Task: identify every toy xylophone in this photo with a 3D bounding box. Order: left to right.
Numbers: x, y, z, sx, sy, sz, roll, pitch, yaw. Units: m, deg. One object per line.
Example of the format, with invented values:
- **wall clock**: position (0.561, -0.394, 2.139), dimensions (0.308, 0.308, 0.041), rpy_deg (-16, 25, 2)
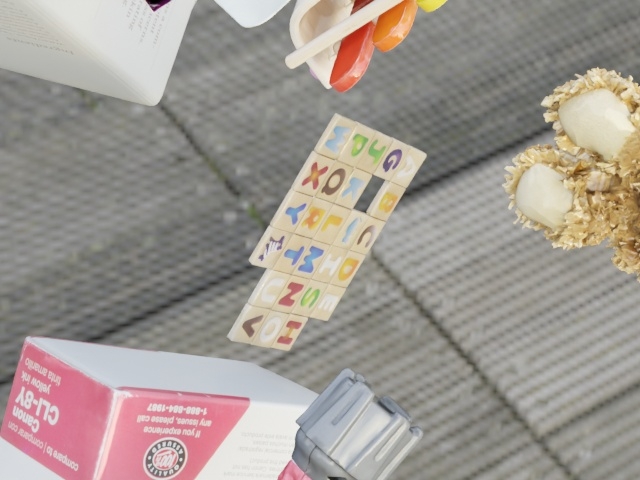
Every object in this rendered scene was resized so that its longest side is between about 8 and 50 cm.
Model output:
- **toy xylophone**: position (0.080, -0.229, 1.477), dimensions (0.081, 0.322, 0.236), rpy_deg (39, 50, -22)

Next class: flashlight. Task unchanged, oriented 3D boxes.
- **flashlight**: position (-0.054, 0.229, 1.362), dimensions (0.304, 0.103, 0.103), rpy_deg (-49, 21, 2)

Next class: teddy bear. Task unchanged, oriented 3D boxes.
- **teddy bear**: position (0.314, -0.050, 1.473), dimensions (0.338, 0.245, 0.113), rpy_deg (1, 40, -4)

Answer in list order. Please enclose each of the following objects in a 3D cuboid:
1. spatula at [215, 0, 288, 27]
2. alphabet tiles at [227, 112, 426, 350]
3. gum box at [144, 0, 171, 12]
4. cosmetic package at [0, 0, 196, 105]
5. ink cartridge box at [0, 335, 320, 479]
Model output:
- **spatula**: position (-0.001, -0.192, 0.902), dimensions (0.168, 0.019, 0.242), rpy_deg (-41, 31, 6)
- **alphabet tiles**: position (0.000, 0.000, 1.753), dimensions (0.009, 0.198, 0.237), rpy_deg (34, 98, 27)
- **gum box**: position (-0.156, -0.265, 1.317), dimensions (0.062, 0.188, 0.107), rpy_deg (-36, 22, 4)
- **cosmetic package**: position (-0.336, -0.388, 2.039), dimensions (0.327, 0.393, 0.329), rpy_deg (15, 80, 21)
- **ink cartridge box**: position (-0.161, 0.299, 1.616), dimensions (0.279, 0.385, 0.160), rpy_deg (11, 7, -44)
